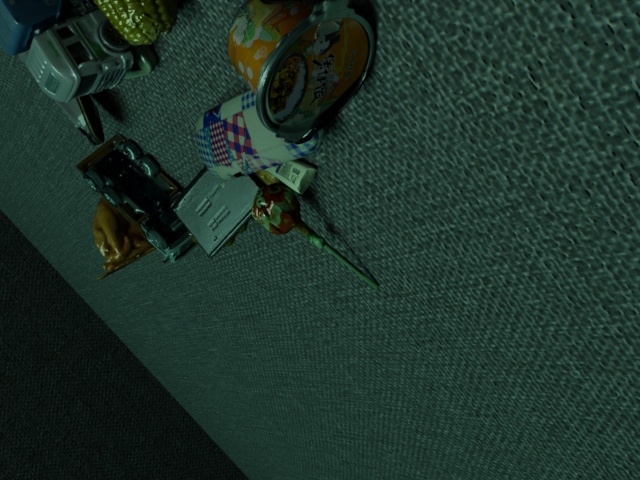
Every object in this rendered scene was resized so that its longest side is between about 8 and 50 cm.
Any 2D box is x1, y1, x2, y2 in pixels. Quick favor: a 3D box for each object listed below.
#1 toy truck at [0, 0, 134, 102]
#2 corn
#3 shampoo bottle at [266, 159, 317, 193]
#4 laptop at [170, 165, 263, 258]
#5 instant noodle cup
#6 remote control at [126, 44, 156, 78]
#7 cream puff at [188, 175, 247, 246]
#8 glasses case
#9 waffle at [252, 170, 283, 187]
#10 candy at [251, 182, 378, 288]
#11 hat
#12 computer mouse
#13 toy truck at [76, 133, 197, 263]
[{"bbox_3d":[-0.476,-0.414,1.245,0.367,0.175,0.146,56,150,-5],"label":"toy truck"},{"bbox_3d":[-0.328,-0.449,1.068,0.131,0.131,0.344,3,134,53],"label":"corn"},{"bbox_3d":[-0.071,-0.130,1.251,0.141,0.049,0.034,33,-164,30],"label":"shampoo bottle"},{"bbox_3d":[-0.191,-0.070,1.361,0.135,0.016,0.197,50,122,6],"label":"laptop"},{"bbox_3d":[-0.037,-0.239,0.932,0.125,0.178,0.208,48,126,29],"label":"instant noodle cup"},{"bbox_3d":[-0.407,-0.349,1.415,0.310,0.038,0.090,9,137,49],"label":"remote control"},{"bbox_3d":[-0.202,-0.063,1.460,0.156,0.121,0.156,178,90,-83],"label":"cream puff"},{"bbox_3d":[-0.107,-0.174,1.180,0.327,0.076,0.125,-8,103,54],"label":"glasses case"},{"bbox_3d":[-0.140,-0.143,1.338,0.191,0.032,0.125,37,154,11],"label":"waffle"},{"bbox_3d":[0.001,-0.001,1.300,0.288,0.084,0.078,37,-166,-20],"label":"candy"},{"bbox_3d":[-0.499,-0.055,1.804,0.233,0.244,0.233,-24,95,54],"label":"hat"},{"bbox_3d":[-0.552,-0.337,1.556,0.310,0.072,0.158,51,174,4],"label":"computer mouse"},{"bbox_3d":[-0.397,-0.083,1.677,0.305,0.136,0.162,41,160,12],"label":"toy truck"}]
